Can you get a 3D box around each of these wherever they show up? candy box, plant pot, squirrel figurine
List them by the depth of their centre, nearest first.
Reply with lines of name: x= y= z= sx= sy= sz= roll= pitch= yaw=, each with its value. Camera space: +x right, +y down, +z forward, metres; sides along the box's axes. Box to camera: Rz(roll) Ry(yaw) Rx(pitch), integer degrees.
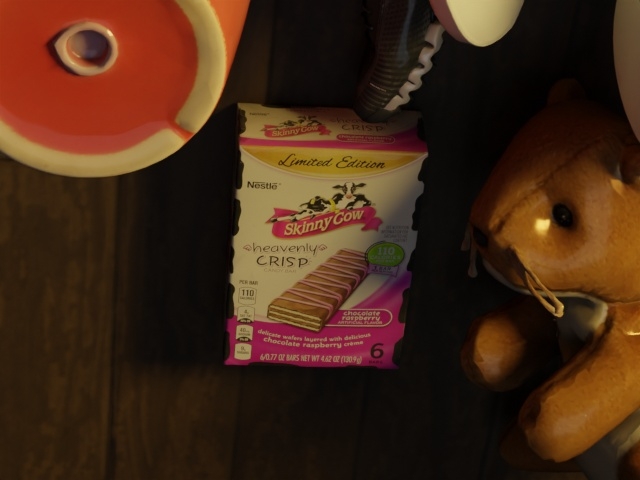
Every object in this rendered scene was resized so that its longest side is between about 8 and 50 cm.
plant pot: x=-0.167 y=-0.191 z=1.435 sx=0.275 sy=0.243 sz=0.275 roll=-2 pitch=125 yaw=-3
squirrel figurine: x=0.303 y=0.027 z=1.661 sx=0.397 sy=0.281 sz=0.370 roll=-24 pitch=115 yaw=-4
candy box: x=0.000 y=0.000 z=1.693 sx=0.159 sy=0.071 sz=0.233 roll=1 pitch=125 yaw=-5

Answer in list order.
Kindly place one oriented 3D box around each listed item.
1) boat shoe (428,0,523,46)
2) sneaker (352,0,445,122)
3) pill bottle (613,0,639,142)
boat shoe: x=0.070 y=-0.284 z=1.431 sx=0.108 sy=0.102 sz=0.301 roll=-37 pitch=122 yaw=-31
sneaker: x=0.058 y=-0.203 z=1.551 sx=0.106 sy=0.078 sz=0.234 roll=18 pitch=119 yaw=-14
pill bottle: x=0.419 y=-0.152 z=1.480 sx=0.363 sy=0.210 sz=0.210 roll=-8 pitch=128 yaw=-20
